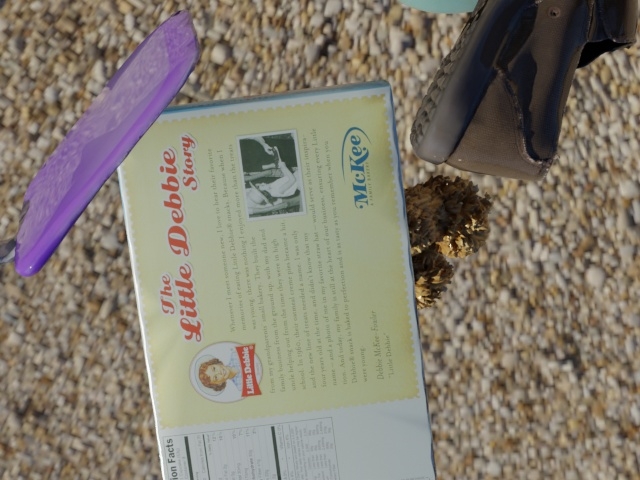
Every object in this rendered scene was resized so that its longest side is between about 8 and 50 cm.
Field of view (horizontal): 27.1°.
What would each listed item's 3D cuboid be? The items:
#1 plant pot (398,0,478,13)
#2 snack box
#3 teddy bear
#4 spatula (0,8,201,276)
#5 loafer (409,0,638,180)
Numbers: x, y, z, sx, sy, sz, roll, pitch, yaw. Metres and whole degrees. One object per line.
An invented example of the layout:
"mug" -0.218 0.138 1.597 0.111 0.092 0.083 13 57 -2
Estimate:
"plant pot" 0.156 -0.416 1.582 0.293 0.293 0.235 -3 133 7
"snack box" -0.026 0.061 0.906 0.187 0.060 0.322 -7 98 0
"teddy bear" 0.000 0.000 1.224 0.338 0.113 0.245 22 135 -38
"spatula" -0.154 0.022 0.448 0.296 0.084 0.030 -34 115 8
"loafer" 0.206 -0.202 1.113 0.130 0.134 0.366 29 82 -5
